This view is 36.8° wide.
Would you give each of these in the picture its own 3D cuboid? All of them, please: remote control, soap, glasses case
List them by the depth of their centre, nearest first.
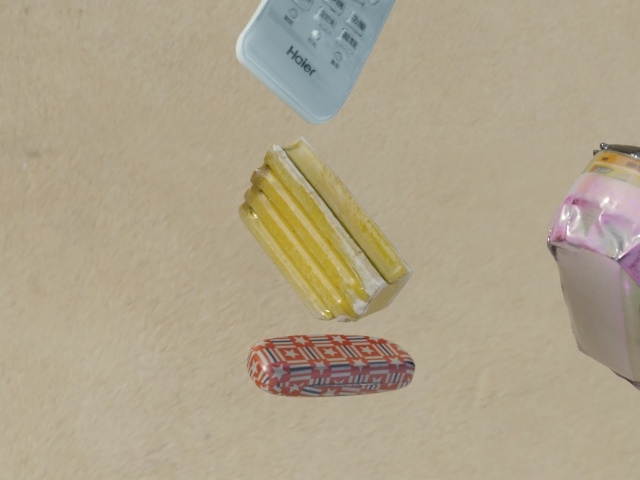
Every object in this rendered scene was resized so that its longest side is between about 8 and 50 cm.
[{"bbox_3d":[0.021,-0.235,0.813,0.103,0.051,0.293,39,63,-27],"label":"remote control"},{"bbox_3d":[0.010,0.138,1.040,0.194,0.073,0.049,3,116,-30],"label":"glasses case"},{"bbox_3d":[0.000,0.000,1.207,0.073,0.140,0.232,-23,65,-37],"label":"soap"}]

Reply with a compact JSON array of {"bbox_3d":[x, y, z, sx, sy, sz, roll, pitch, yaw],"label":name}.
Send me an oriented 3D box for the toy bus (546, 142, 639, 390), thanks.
[{"bbox_3d":[0.423,0.049,1.302,0.171,0.386,0.162,26,68,36],"label":"toy bus"}]
